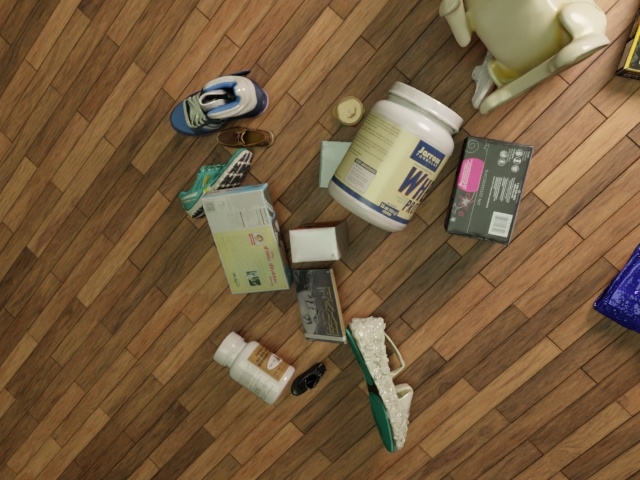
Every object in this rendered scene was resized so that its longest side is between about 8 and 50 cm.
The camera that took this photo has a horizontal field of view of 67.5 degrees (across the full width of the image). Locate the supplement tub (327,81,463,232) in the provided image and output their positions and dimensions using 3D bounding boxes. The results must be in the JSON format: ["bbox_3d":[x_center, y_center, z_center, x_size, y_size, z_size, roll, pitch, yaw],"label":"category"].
[{"bbox_3d":[0.190,-0.210,1.228,0.235,0.235,0.325,32,104,7],"label":"supplement tub"}]

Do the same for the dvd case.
[{"bbox_3d":[-0.005,0.191,1.404,0.164,0.018,0.221,-5,99,45],"label":"dvd case"}]

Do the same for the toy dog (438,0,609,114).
[{"bbox_3d":[0.452,-0.559,1.057,0.395,0.284,0.408,-30,93,-20],"label":"toy dog"}]

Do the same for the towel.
[{"bbox_3d":[0.893,0.162,1.202,0.308,0.076,0.227,31,105,7],"label":"towel"}]

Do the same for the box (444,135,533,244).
[{"bbox_3d":[0.426,-0.131,1.234,0.163,0.142,0.247,12,102,10],"label":"box"}]

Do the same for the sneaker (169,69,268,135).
[{"bbox_3d":[-0.317,-0.375,1.321,0.323,0.236,0.130,-9,96,14],"label":"sneaker"}]

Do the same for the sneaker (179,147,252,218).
[{"bbox_3d":[-0.318,-0.183,1.424,0.275,0.107,0.110,-40,79,15],"label":"sneaker"}]

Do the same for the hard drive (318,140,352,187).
[{"bbox_3d":[0.045,-0.215,1.371,0.094,0.022,0.135,5,100,12],"label":"hard drive"}]

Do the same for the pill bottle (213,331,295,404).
[{"bbox_3d":[-0.204,0.384,1.462,0.229,0.131,0.131,33,104,7],"label":"pill bottle"}]

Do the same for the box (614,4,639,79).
[{"bbox_3d":[0.901,-0.483,1.105,0.322,0.079,0.257,17,100,10],"label":"box"}]

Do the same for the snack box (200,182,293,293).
[{"bbox_3d":[-0.208,0.002,1.396,0.187,0.060,0.322,-6,115,14],"label":"snack box"}]

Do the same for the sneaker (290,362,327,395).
[{"bbox_3d":[-0.039,0.424,1.451,0.051,0.089,0.170,46,105,3],"label":"sneaker"}]

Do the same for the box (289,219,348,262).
[{"bbox_3d":[0.000,0.000,1.337,0.130,0.170,0.091,-4,97,13],"label":"box"}]

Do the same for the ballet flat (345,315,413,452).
[{"bbox_3d":[0.193,0.407,1.379,0.147,0.147,0.409,-18,94,15],"label":"ballet flat"}]

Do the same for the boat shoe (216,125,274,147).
[{"bbox_3d":[-0.226,-0.303,1.402,0.178,0.060,0.064,3,99,13],"label":"boat shoe"}]

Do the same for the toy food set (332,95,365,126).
[{"bbox_3d":[0.081,-0.361,1.342,0.083,0.020,0.082,-44,87,15],"label":"toy food set"}]

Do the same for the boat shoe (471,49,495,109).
[{"bbox_3d":[0.425,-0.432,1.231,0.063,0.066,0.184,27,104,18],"label":"boat shoe"}]
